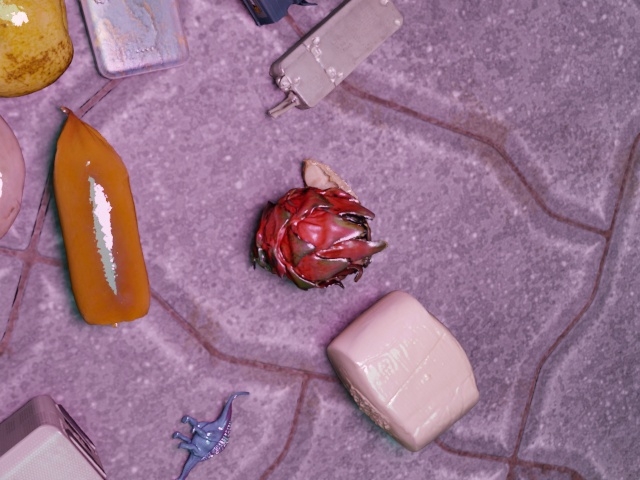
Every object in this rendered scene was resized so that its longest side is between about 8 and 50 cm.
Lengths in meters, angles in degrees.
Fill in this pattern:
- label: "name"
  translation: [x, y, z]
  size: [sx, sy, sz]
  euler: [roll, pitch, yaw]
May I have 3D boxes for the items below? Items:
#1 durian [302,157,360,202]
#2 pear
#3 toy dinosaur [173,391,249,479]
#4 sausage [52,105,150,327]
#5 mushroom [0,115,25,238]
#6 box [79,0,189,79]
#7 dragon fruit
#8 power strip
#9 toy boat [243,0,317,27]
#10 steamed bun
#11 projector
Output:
- label: "durian"
  translation: [0.012, -0.086, 1.301]
  size: [0.130, 0.066, 0.052]
  euler: [40, 79, -13]
- label: "pear"
  translation: [-0.423, -0.284, 1.015]
  size: [0.197, 0.197, 0.197]
  euler: [-3, 97, -24]
- label: "toy dinosaur"
  translation: [-0.189, 0.318, 1.267]
  size: [0.080, 0.045, 0.197]
  euler: [40, 87, -35]
- label: "sausage"
  translation: [-0.325, -0.036, 1.138]
  size: [0.112, 0.112, 0.328]
  euler: [-12, 98, -22]
- label: "mushroom"
  translation: [-0.509, -0.079, 0.945]
  size: [0.292, 0.290, 0.293]
  euler: [-1, 92, -26]
- label: "box"
  translation: [-0.290, -0.388, 1.146]
  size: [0.142, 0.044, 0.285]
  euler: [-18, 103, -25]
- label: "dragon fruit"
  translation: [-0.009, -0.003, 1.241]
  size: [0.188, 0.182, 0.182]
  euler: [18, 88, -17]
- label: "power strip"
  translation: [0.011, -0.304, 1.281]
  size: [0.288, 0.053, 0.093]
  euler: [-44, 112, -13]
- label: "toy boat"
  translation: [-0.118, -0.465, 1.161]
  size: [0.114, 0.122, 0.296]
  euler: [-48, 131, -16]
- label: "steamed bun"
  translation: [0.139, 0.221, 1.341]
  size: [0.200, 0.154, 0.250]
  euler: [-40, 103, -18]
- label: "projector"
  translation: [-0.430, 0.355, 1.090]
  size: [0.242, 0.177, 0.163]
  euler: [-41, 108, -16]
